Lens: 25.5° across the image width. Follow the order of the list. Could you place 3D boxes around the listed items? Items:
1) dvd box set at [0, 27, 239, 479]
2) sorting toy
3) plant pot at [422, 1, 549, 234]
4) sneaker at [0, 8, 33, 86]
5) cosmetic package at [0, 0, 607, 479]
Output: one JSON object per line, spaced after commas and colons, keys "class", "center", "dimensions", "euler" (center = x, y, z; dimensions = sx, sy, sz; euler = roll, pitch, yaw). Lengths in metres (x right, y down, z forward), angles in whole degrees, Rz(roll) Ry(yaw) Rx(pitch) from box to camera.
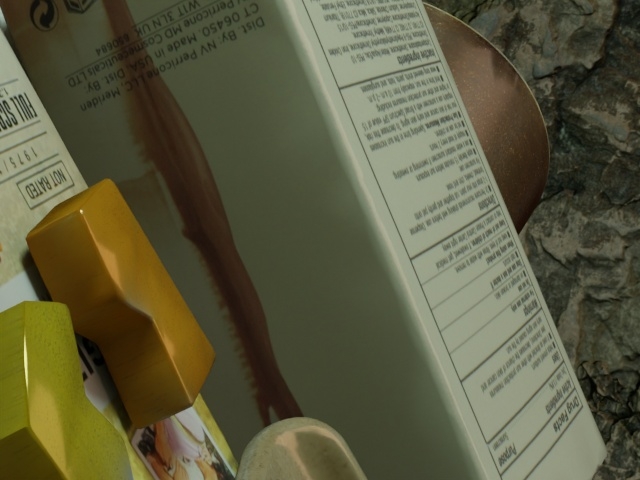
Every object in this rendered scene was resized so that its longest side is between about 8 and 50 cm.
{"class": "dvd box set", "center": [-0.057, 0.161, 0.317], "dimensions": [0.420, 0.062, 0.307], "euler": [62, 18, -8]}
{"class": "sorting toy", "center": [0.007, 0.137, 0.358], "dimensions": [0.307, 0.041, 0.229], "euler": [60, 17, -14]}
{"class": "plant pot", "center": [0.001, 0.006, 0.828], "dimensions": [0.215, 0.215, 0.230], "euler": [59, 40, -30]}
{"class": "sneaker", "center": [-0.142, -0.068, 0.643], "dimensions": [0.235, 0.090, 0.095], "euler": [55, 23, -25]}
{"class": "cosmetic package", "center": [0.000, 0.000, 0.624], "dimensions": [0.153, 0.129, 0.296], "euler": [-24, 91, -64]}
